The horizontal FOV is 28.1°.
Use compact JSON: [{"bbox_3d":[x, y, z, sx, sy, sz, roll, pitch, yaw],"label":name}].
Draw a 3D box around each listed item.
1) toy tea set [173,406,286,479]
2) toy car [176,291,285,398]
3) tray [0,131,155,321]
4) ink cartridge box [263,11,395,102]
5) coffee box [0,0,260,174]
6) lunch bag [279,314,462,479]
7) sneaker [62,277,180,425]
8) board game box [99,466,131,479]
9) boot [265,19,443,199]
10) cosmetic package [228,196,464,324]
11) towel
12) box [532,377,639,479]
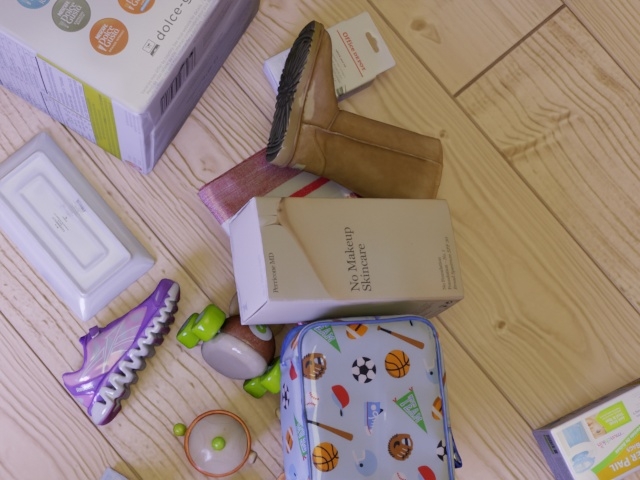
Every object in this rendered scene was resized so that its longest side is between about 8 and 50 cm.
[{"bbox_3d":[-0.045,0.317,1.846,0.336,0.124,0.200,-16,82,-8],"label":"toy tea set"},{"bbox_3d":[-0.090,0.109,1.878,0.155,0.149,0.188,38,67,-11],"label":"toy car"},{"bbox_3d":[-0.387,-0.024,1.917,0.145,0.030,0.270,-40,87,-12],"label":"tray"},{"bbox_3d":[0.014,-0.268,1.984,0.180,0.060,0.104,-27,85,-10],"label":"ink cartridge box"},{"bbox_3d":[-0.301,-0.351,1.824,0.334,0.338,0.338,32,78,1],"label":"coffee box"},{"bbox_3d":[0.071,0.255,1.776,0.243,0.115,0.304,-1,81,-19],"label":"lunch bag"},{"bbox_3d":[-0.294,0.148,1.870,0.104,0.095,0.236,31,80,8],"label":"sneaker"},{"bbox_3d":[-0.294,0.388,1.847,0.090,0.020,0.090,27,78,20],"label":"board game box"},{"bbox_3d":[0.064,-0.178,1.925,0.269,0.089,0.236,17,85,-24],"label":"boot"},{"bbox_3d":[0.037,0.028,1.828,0.309,0.113,0.160,-1,71,-26],"label":"cosmetic package"},{"bbox_3d":[0.000,0.000,1.906,0.237,0.037,0.329,-35,86,-33],"label":"towel"},{"bbox_3d":[0.441,0.291,1.913,0.203,0.103,0.114,-25,84,-9],"label":"box"}]
